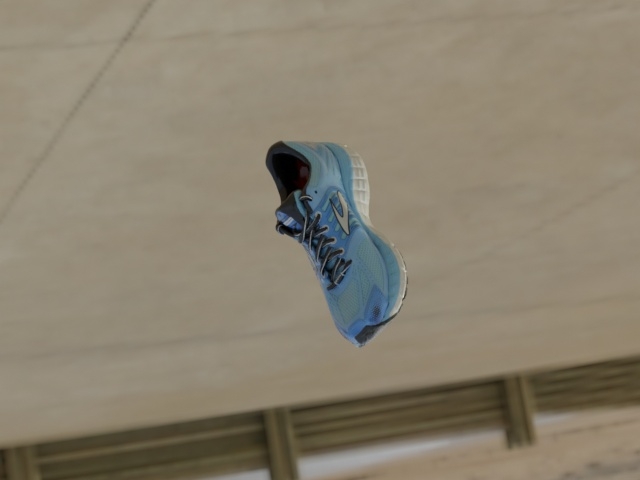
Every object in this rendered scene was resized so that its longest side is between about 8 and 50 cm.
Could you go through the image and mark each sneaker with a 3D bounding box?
[{"bbox_3d":[0.000,0.000,1.057,0.073,0.162,0.063,16,130,-39],"label":"sneaker"}]
